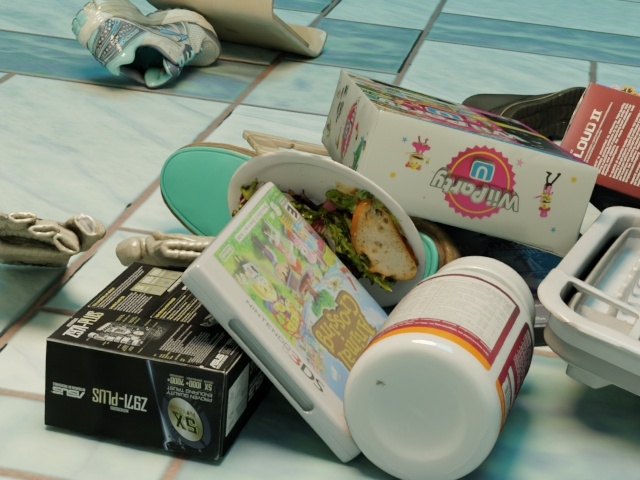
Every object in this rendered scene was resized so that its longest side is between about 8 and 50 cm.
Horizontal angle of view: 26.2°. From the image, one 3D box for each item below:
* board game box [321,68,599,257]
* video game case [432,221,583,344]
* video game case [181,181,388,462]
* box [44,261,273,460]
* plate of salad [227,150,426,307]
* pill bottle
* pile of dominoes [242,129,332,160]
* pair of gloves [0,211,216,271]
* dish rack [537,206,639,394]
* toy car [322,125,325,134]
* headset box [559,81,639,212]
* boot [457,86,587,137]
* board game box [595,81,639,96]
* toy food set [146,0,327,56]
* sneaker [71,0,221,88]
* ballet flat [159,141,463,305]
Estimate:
[{"bbox_3d":[0.131,-0.086,1.419,0.224,0.097,0.303,14,13,-10],"label":"board game box"},{"bbox_3d":[0.225,0.036,1.425,0.196,0.026,0.274,-2,23,-19],"label":"video game case"},{"bbox_3d":[-0.012,0.059,1.134,0.193,0.023,0.212,49,23,-7],"label":"video game case"},{"bbox_3d":[-0.120,0.093,1.115,0.147,0.077,0.180,10,21,11],"label":"box"},{"bbox_3d":[0.000,0.000,1.260,0.200,0.200,0.048,14,51,21],"label":"plate of salad"},{"bbox_3d":[0.105,0.095,1.106,0.121,0.121,0.221,11,21,15],"label":"pill bottle"},{"bbox_3d":[0.042,-0.064,1.551,0.251,0.040,0.196,10,13,-14],"label":"pile of dominoes"},{"bbox_3d":[-0.191,0.003,1.272,0.240,0.042,0.204,4,-6,-5],"label":"pair of gloves"},{"bbox_3d":[0.345,0.085,1.213,0.285,0.072,0.333,23,26,16],"label":"dish rack"},{"bbox_3d":[0.075,-0.127,1.771,0.239,0.053,0.225,-7,24,-30],"label":"toy car"},{"bbox_3d":[0.400,-0.053,1.457,0.293,0.110,0.218,24,-4,38],"label":"headset box"},{"bbox_3d":[0.307,-0.193,1.982,0.198,0.077,0.137,-6,19,-31],"label":"boot"},{"bbox_3d":[0.426,-0.116,1.563,0.160,0.039,0.211,33,-7,-33],"label":"board game box"},{"bbox_3d":[-0.130,-0.379,2.206,0.219,0.092,0.306,13,-2,17],"label":"toy food set"},{"bbox_3d":[-0.243,-0.274,2.047,0.283,0.110,0.122,-2,53,-53],"label":"sneaker"},{"bbox_3d":[-0.002,-0.014,1.406,0.342,0.116,0.124,16,3,26],"label":"ballet flat"}]
